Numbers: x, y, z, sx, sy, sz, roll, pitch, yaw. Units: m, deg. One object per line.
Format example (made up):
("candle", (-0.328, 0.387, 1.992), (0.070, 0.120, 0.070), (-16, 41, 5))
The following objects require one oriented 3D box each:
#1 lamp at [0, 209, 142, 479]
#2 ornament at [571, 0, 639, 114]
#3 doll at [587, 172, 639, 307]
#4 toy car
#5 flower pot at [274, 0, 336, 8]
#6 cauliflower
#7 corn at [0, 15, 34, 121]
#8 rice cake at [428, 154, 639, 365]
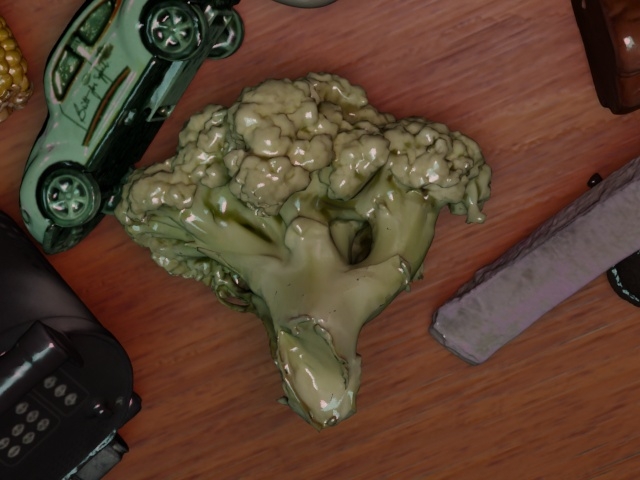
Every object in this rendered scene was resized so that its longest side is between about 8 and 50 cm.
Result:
("lamp", (-0.310, 0.092, 1.545), (0.205, 0.374, 0.272), (-44, 73, -4))
("ornament", (0.328, -0.226, 1.498), (0.217, 0.235, 0.221), (-16, 127, 3))
("doll", (0.318, -0.007, 1.617), (0.139, 0.057, 0.165), (-32, 101, 8))
("toy car", (-0.183, -0.133, 1.569), (0.125, 0.136, 0.306), (37, 104, 7))
("flower pot", (0.003, -0.317, 1.483), (0.246, 0.195, 0.246), (0, 104, 1))
("cauliflower", (-0.006, -0.022, 1.504), (0.327, 0.281, 0.260), (-15, 116, -4))
("corn", (-0.366, -0.234, 1.568), (0.106, 0.106, 0.305), (-31, 96, 9))
("rice cake", (0.238, -0.002, 1.566), (0.072, 0.056, 0.365), (45, 121, -10))
